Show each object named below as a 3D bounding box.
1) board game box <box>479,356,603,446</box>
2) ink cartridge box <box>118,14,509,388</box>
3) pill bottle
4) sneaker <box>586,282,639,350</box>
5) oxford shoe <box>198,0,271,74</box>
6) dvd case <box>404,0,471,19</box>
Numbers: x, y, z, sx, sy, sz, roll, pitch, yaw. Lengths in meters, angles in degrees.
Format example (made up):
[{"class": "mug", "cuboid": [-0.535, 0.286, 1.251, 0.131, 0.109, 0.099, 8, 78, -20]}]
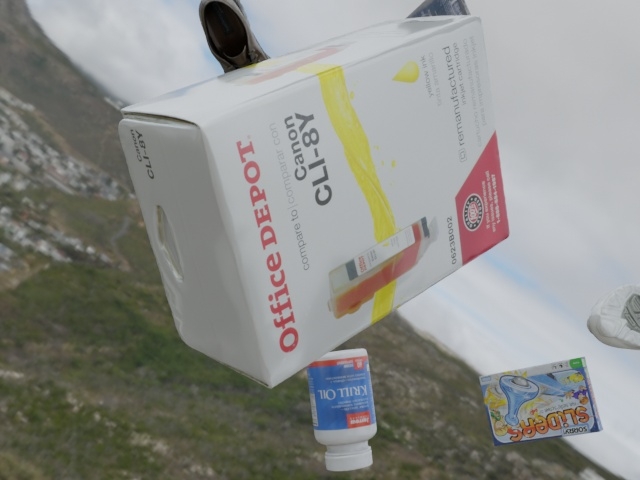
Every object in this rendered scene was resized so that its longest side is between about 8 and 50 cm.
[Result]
[{"class": "board game box", "cuboid": [0.409, 0.303, 1.466, 0.035, 0.201, 0.136, 9, 66, -58]}, {"class": "ink cartridge box", "cuboid": [0.015, -0.061, 0.853, 0.160, 0.384, 0.279, 15, -55, 49]}, {"class": "pill bottle", "cuboid": [0.044, 0.328, 1.525, 0.124, 0.222, 0.124, -8, -7, -1]}, {"class": "sneaker", "cuboid": [0.413, 0.113, 1.077, 0.232, 0.115, 0.090, -6, 71, -48]}, {"class": "oxford shoe", "cuboid": [-0.107, -0.245, 1.113, 0.227, 0.082, 0.096, 56, 12, -19]}, {"class": "dvd case", "cuboid": [0.158, -0.310, 1.296, 0.018, 0.221, 0.165, 24, 42, -38]}]
